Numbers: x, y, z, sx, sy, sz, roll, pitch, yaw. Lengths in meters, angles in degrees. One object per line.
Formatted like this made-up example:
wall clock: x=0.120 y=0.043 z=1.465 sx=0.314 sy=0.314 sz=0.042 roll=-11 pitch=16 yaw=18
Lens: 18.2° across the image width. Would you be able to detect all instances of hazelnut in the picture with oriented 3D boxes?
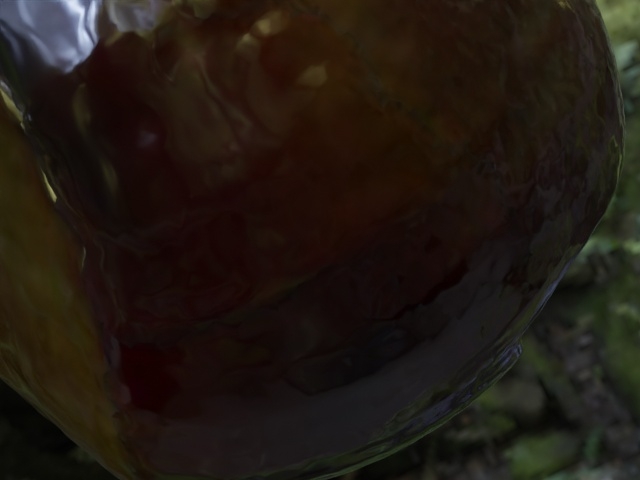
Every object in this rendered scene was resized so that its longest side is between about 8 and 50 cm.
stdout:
hazelnut: x=-0.058 y=-0.075 z=1.074 sx=0.402 sy=0.429 sz=0.402 roll=-38 pitch=-9 yaw=-7
